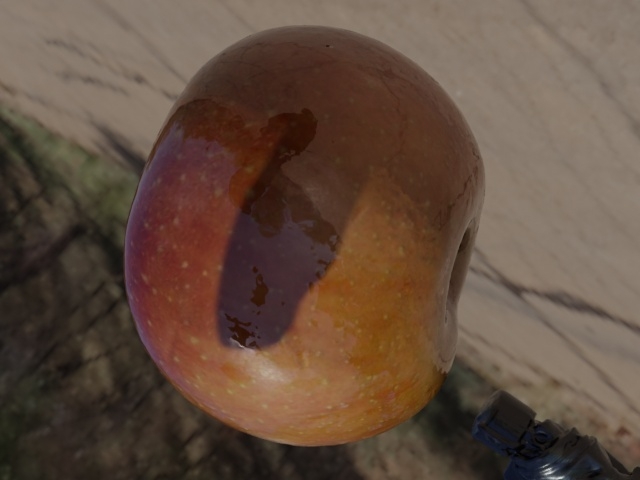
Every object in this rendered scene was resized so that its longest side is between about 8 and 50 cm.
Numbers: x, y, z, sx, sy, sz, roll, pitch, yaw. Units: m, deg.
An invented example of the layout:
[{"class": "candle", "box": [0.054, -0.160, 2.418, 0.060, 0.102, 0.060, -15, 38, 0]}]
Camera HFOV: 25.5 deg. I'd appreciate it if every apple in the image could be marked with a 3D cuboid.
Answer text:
[{"class": "apple", "box": [0.000, 0.000, 0.682, 0.162, 0.201, 0.201, 22, 168, 14]}]

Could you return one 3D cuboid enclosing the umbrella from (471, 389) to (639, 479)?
[{"class": "umbrella", "box": [0.196, 0.166, 0.882, 0.224, 0.080, 0.071, 35, 164, 0]}]
